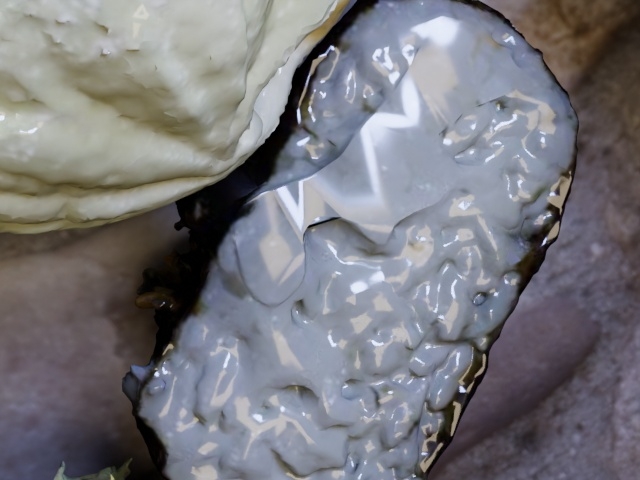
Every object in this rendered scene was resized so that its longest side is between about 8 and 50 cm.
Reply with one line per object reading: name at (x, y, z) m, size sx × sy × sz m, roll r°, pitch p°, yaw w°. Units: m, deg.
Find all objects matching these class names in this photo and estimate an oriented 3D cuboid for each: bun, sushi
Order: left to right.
bun at (-0.085, -0.163, 0.565) m, size 0.227 × 0.352 × 0.349 m, roll 29°, pitch 124°, yaw -9°
sushi at (0.000, 0.000, 0.764) m, size 0.234 × 0.207 × 0.348 m, roll 30°, pitch 95°, yaw -14°

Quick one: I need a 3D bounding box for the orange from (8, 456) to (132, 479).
orange at (-0.168, 0.307, 0.809) m, size 0.329 × 0.249 × 0.329 m, roll -7°, pitch 121°, yaw -11°
